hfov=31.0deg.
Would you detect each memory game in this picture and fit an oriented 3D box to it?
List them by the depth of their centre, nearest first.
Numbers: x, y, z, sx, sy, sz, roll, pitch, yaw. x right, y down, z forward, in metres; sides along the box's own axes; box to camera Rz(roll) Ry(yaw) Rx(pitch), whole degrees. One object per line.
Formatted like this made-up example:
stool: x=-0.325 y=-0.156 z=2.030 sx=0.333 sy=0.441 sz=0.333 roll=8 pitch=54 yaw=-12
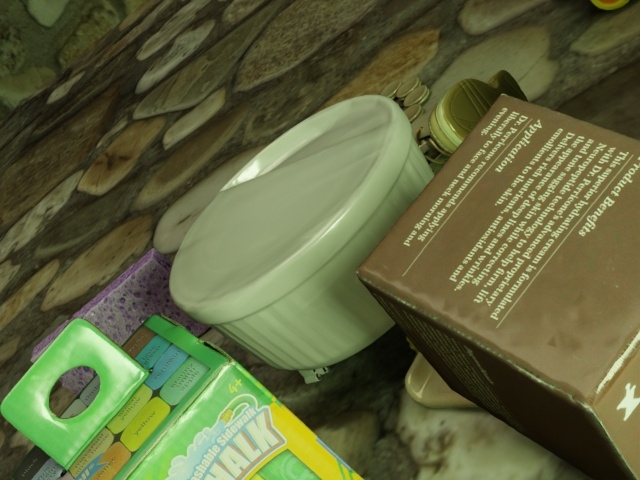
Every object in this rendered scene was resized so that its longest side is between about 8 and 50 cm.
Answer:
memory game: x=0.062 y=-0.138 z=1.454 sx=0.186 sy=0.012 sz=0.186 roll=-35 pitch=25 yaw=20

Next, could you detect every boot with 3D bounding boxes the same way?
boot: x=0.114 y=-0.097 z=1.169 sx=0.165 sy=0.077 sz=0.213 roll=-31 pitch=1 yaw=28

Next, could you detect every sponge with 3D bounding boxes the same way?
sponge: x=-0.235 y=0.112 z=1.402 sx=0.210 sy=0.117 sz=0.031 roll=-38 pitch=24 yaw=16

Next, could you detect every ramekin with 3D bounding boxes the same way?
ramekin: x=0.000 y=0.000 z=1.076 sx=0.273 sy=0.127 sz=0.273 roll=-34 pitch=25 yaw=19

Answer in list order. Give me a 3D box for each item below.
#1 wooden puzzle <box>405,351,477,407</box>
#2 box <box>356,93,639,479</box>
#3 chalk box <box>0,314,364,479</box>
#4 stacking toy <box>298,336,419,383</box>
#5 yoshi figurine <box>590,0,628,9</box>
wooden puzzle: x=0.190 y=0.038 z=0.937 sx=0.238 sy=0.044 sz=0.221 roll=-7 pitch=44 yaw=54
box: x=0.169 y=0.039 z=0.753 sx=0.168 sy=0.167 sz=0.203 roll=-49 pitch=44 yaw=-11
chalk box: x=-0.102 y=0.183 z=0.872 sx=0.180 sy=0.289 sz=0.179 roll=-50 pitch=25 yaw=-11
stacking toy: x=0.067 y=0.037 z=1.134 sx=0.167 sy=0.052 sz=0.221 roll=-21 pitch=32 yaw=39
yoshi figurine: x=0.321 y=-0.425 z=1.310 sx=0.203 sy=0.204 sz=0.362 roll=-13 pitch=34 yaw=24
